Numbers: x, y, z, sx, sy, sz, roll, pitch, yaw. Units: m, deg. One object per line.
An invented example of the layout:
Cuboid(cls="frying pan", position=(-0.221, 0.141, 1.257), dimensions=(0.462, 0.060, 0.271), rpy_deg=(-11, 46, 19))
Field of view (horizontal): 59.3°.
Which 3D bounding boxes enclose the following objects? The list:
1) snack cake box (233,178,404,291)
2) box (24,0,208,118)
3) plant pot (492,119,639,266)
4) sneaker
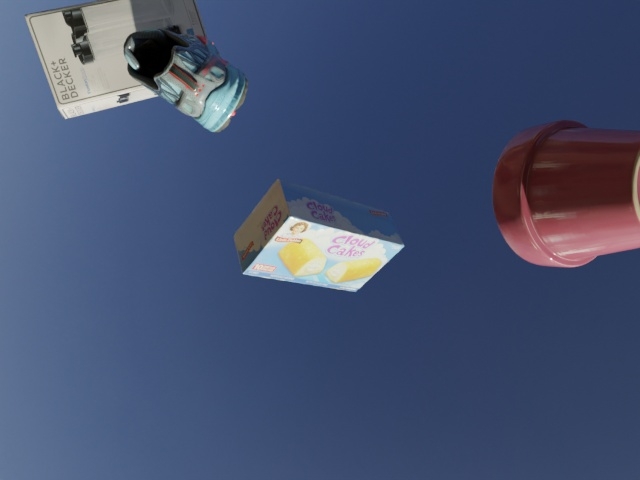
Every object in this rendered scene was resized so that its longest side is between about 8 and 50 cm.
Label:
Cuboid(cls="snack cake box", position=(0.000, 0.000, 1.002), dimensions=(0.152, 0.264, 0.089), rpy_deg=(-47, -133, 34))
Cuboid(cls="box", position=(-0.353, -0.343, 1.022), dimensions=(0.087, 0.290, 0.169), rpy_deg=(-175, -112, -73))
Cuboid(cls="plant pot", position=(0.358, -0.062, 0.726), dimensions=(0.180, 0.201, 0.201), rpy_deg=(2, -95, 62))
Cuboid(cls="sneaker", position=(-0.191, -0.235, 0.719), dimensions=(0.104, 0.125, 0.262), rpy_deg=(-57, -138, 5))
